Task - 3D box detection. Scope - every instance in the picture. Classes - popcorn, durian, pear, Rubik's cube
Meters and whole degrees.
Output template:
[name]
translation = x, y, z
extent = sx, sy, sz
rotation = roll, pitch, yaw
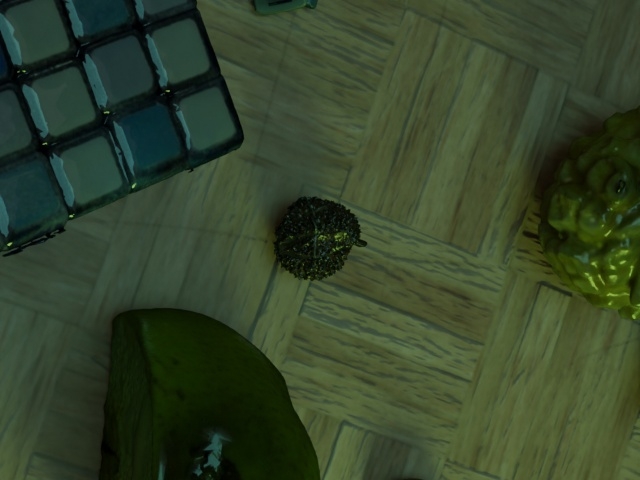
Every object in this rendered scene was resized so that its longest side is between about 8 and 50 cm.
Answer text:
[popcorn]
translation = 0.320, -0.026, 1.699
extent = 0.218, 0.169, 0.189
rotation = -35, 105, -15
[durian]
translation = 0.000, 0.000, 1.611
extent = 0.091, 0.080, 0.080
rotation = 12, 87, -17
[pear]
translation = -0.087, 0.208, 1.470
extent = 0.176, 0.282, 0.286
rotation = 5, 90, -15
[Rubik's cube]
translation = -0.282, -0.145, 1.344
extent = 0.292, 0.287, 0.293
rotation = -29, 104, -33

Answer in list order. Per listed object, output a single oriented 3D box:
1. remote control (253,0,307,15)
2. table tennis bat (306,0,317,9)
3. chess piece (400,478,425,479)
[remote control]
translation = -0.047, -0.273, 1.605
extent = 0.053, 0.018, 0.124
rotation = -9, 96, 9
[table tennis bat]
translation = 0.006, -0.294, 1.637
extent = 0.100, 0.019, 0.155
rotation = 21, 81, -24
[chess piece]
translation = 0.090, 0.274, 1.679
extent = 0.084, 0.038, 0.083
rotation = -2, 95, -24
